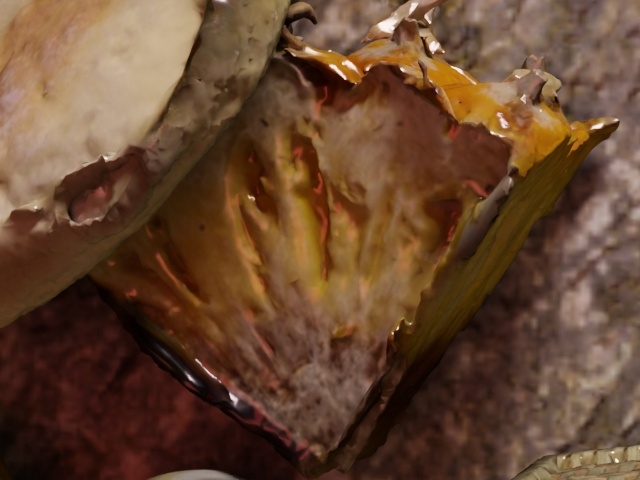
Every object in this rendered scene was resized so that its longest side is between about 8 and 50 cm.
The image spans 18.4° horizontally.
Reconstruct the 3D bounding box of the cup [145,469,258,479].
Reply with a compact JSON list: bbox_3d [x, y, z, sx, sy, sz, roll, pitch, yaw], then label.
[{"bbox_3d":[-0.038,0.220,0.731,0.173,0.255,0.202,24,101,-18],"label":"cup"}]

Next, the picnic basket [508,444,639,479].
[{"bbox_3d":[0.171,0.151,0.724,0.196,0.134,0.154,-10,90,16],"label":"picnic basket"}]

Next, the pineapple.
[{"bbox_3d":[0.000,0.000,0.795,0.236,0.114,0.186,-12,89,27],"label":"pineapple"}]

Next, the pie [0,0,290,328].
[{"bbox_3d":[-0.134,-0.097,0.794,0.338,0.075,0.337,-16,62,32],"label":"pie"}]

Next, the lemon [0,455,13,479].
[{"bbox_3d":[-0.207,0.159,0.819,0.170,0.170,0.207,15,90,16],"label":"lemon"}]
